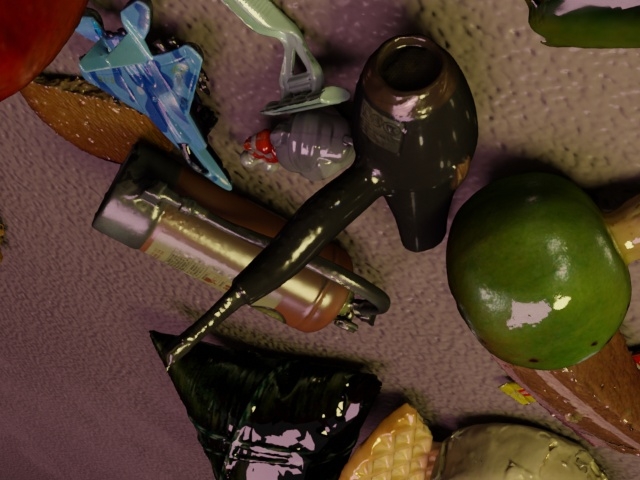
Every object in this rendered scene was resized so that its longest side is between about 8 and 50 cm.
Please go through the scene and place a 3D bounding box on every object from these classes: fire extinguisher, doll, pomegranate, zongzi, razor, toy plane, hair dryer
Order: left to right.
[{"bbox_3d":[-0.153,-0.143,0.957,0.169,0.078,0.246,-1,146,37],"label":"toy plane"},{"bbox_3d":[-0.085,-0.225,0.815,0.278,0.056,0.111,49,158,-22],"label":"razor"},{"bbox_3d":[-0.115,0.286,1.439,0.362,0.319,0.383,22,130,10],"label":"zongzi"},{"bbox_3d":[-0.068,0.027,1.055,0.376,0.113,0.200,28,-172,-17],"label":"fire extinguisher"},{"bbox_3d":[-0.020,-0.096,0.936,0.094,0.079,0.180,11,171,-36],"label":"doll"},{"bbox_3d":[0.000,0.000,0.825,0.120,0.359,0.304,44,164,21],"label":"hair dryer"},{"bbox_3d":[0.228,0.017,0.850,0.225,0.187,0.187,-26,127,19],"label":"pomegranate"}]

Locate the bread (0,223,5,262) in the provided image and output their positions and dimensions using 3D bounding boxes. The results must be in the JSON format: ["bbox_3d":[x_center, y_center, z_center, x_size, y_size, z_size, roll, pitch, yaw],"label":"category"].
[{"bbox_3d":[-0.575,-0.011,1.384,0.139,0.143,0.229,22,146,4],"label":"bread"}]

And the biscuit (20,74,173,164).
[{"bbox_3d":[-0.255,-0.138,1.080,0.206,0.025,0.126,17,147,14],"label":"biscuit"}]

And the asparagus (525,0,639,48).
[{"bbox_3d":[0.317,-0.168,0.557,0.381,0.108,0.128,8,143,23],"label":"asparagus"}]

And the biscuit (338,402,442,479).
[{"bbox_3d":[0.122,0.384,1.434,0.040,0.204,0.309,48,174,43],"label":"biscuit"}]

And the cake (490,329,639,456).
[{"bbox_3d":[0.305,0.158,1.049,0.116,0.113,0.295,2,143,48],"label":"cake"}]

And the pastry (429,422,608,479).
[{"bbox_3d":[0.291,0.365,1.336,0.264,0.133,0.265,18,147,12],"label":"pastry"}]

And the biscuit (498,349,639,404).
[{"bbox_3d":[0.329,0.159,1.109,0.048,0.026,0.292,43,145,-12],"label":"biscuit"}]

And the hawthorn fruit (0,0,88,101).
[{"bbox_3d":[-0.334,-0.218,0.754,0.265,0.307,0.265,13,150,8],"label":"hawthorn fruit"}]
